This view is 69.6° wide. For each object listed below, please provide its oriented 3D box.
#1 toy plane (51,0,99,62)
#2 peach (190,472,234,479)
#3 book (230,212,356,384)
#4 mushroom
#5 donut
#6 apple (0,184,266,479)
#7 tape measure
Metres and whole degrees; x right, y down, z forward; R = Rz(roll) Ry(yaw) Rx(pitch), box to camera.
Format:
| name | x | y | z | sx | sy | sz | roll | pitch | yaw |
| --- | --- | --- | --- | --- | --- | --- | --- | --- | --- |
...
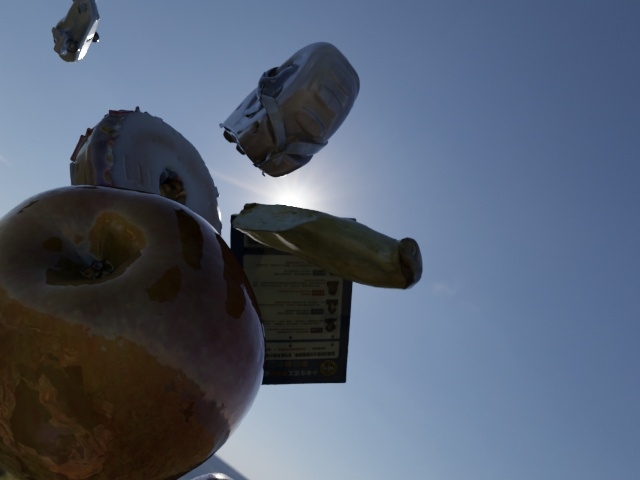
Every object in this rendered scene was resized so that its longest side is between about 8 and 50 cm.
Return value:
| name | x | y | z | sx | sy | sz | roll | pitch | yaw |
| --- | --- | --- | --- | --- | --- | --- | --- | --- | --- |
| toy plane | -0.557 | -0.485 | 1.047 | 0.080 | 0.174 | 0.174 | 29 | -24 | -17 |
| peach | -0.289 | 0.754 | 1.096 | 0.290 | 0.372 | 0.373 | 23 | -15 | -36 |
| book | -0.070 | 0.150 | 1.113 | 0.300 | 0.428 | 0.039 | 2 | 12 | -7 |
| mushroom | 0.000 | -0.002 | 0.718 | 0.333 | 0.087 | 0.107 | 20 | -25 | 21 |
| donut | -0.361 | -0.087 | 0.977 | 0.142 | 0.382 | 0.382 | -17 | -53 | 20 |
| apple | -0.267 | 0.118 | 0.609 | 0.391 | 0.391 | 0.346 | 29 | -34 | 16 |
| tape measure | -0.039 | -0.183 | 0.643 | 0.120 | 0.197 | 0.236 | 42 | 3 | -28 |
